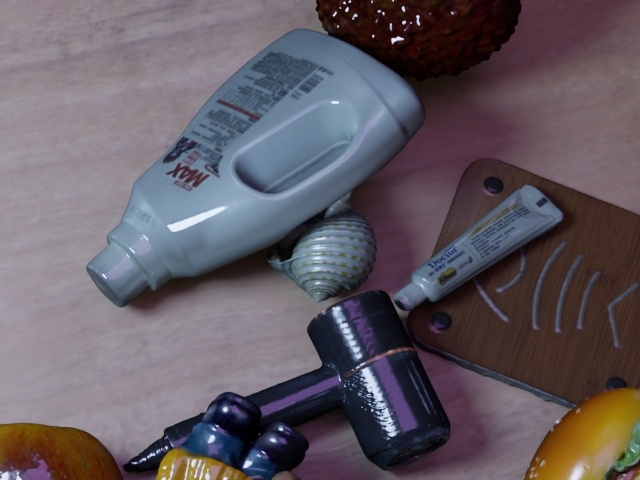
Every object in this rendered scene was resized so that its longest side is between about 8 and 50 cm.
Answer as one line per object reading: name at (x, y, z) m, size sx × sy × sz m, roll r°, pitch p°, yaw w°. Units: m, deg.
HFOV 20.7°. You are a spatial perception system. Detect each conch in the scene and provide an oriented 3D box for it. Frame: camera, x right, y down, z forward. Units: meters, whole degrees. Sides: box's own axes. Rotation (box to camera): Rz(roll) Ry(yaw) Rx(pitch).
conch at (0.001, 0.006, 2.036) m, size 0.135 × 0.102 × 0.153 m, roll 0°, pitch 37°, yaw 12°

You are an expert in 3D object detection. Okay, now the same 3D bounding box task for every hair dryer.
hair dryer at (-0.045, 0.205, 1.937) m, size 0.352 × 0.107 × 0.189 m, roll -22°, pitch 70°, yaw -11°

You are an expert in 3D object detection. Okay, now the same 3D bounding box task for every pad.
pad at (0.270, 0.053, 2.105) m, size 0.284 × 0.018 × 0.286 m, roll 22°, pitch 60°, yaw 3°

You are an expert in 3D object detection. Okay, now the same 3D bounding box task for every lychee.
lychee at (0.136, -0.325, 2.140) m, size 0.300 × 0.264 × 0.264 m, roll -22°, pitch 68°, yaw -10°

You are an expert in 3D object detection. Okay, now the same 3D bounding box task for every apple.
apple at (-0.298, 0.277, 1.824) m, size 0.195 × 0.160 × 0.173 m, roll 1°, pitch 84°, yaw -2°

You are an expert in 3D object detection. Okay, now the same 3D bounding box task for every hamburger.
hamburger at (0.307, 0.263, 1.876) m, size 0.170 × 0.246 × 0.246 m, roll 36°, pitch 62°, yaw 22°

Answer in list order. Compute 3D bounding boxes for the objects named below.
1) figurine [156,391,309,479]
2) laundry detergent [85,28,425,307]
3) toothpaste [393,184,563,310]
figurine at (-0.134, 0.333, 1.793) m, size 0.185 × 0.204 × 0.332 m, roll 32°, pitch 50°, yaw -13°
laundry detergent at (-0.091, -0.068, 2.010) m, size 0.398 × 0.124 × 0.264 m, roll -41°, pitch 41°, yaw -18°
toothpaste at (0.185, 0.013, 2.080) m, size 0.255 × 0.037 × 0.067 m, roll -34°, pitch 66°, yaw -28°
